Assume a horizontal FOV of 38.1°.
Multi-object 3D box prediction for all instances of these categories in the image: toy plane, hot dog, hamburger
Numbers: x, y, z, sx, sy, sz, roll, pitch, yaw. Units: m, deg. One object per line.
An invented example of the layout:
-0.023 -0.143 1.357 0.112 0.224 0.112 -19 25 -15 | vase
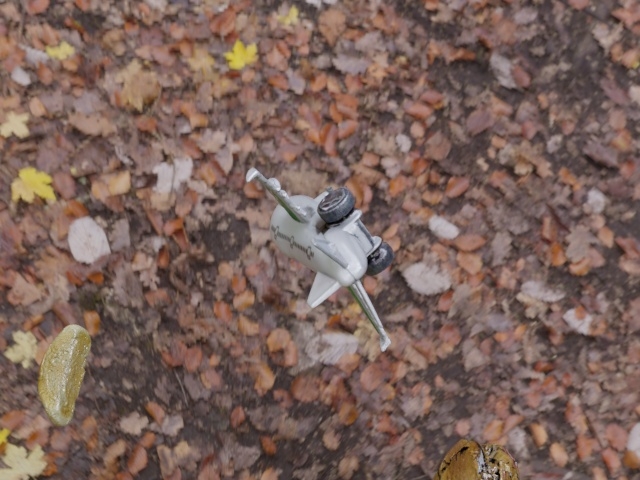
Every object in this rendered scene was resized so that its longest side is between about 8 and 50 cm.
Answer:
0.004 -0.003 0.993 0.101 0.255 0.251 -37 115 1 | toy plane
-0.227 0.116 0.805 0.034 0.030 0.090 -2 61 17 | hot dog
0.252 0.432 1.506 0.107 0.231 0.231 15 68 -6 | hamburger
